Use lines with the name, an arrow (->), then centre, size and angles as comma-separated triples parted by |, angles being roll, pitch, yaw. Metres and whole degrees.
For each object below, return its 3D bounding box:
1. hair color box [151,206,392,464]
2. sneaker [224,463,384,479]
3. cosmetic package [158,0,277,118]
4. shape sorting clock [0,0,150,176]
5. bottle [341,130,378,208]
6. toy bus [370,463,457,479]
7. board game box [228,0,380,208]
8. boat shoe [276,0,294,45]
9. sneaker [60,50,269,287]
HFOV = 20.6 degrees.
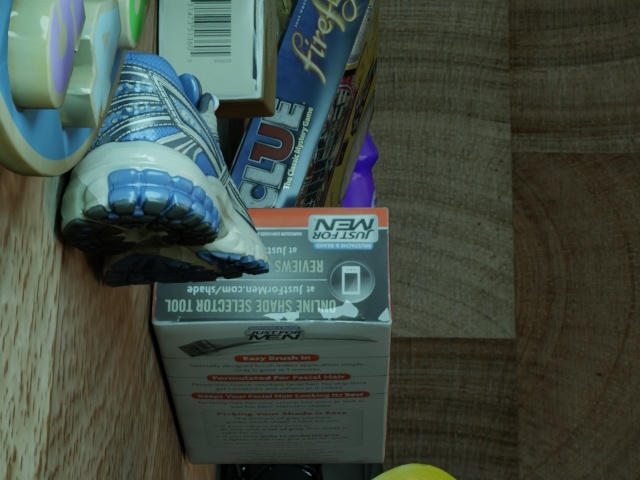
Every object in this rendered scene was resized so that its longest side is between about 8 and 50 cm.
hair color box -> -0.017, 0.045, 0.744 | 0.167, 0.093, 0.053 | 89, 1, -65
sneaker -> -0.018, 0.158, 1.002 | 0.286, 0.109, 0.130 | -97, 175, -61
cosmetic package -> -0.041, -0.083, 0.736 | 0.115, 0.041, 0.060 | -49, 139, -88
shape sorting clock -> -0.050, -0.116, 0.362 | 0.206, 0.040, 0.206 | 0, 90, -89
bottle -> 0.000, 0.000, 1.401 | 0.118, 0.092, 0.283 | -72, 162, -82
toy bus -> -0.012, 0.161, 0.634 | 0.104, 0.202, 0.191 | 56, -3, 11
board game box -> -0.010, -0.051, 1.062 | 0.243, 0.042, 0.165 | 87, 22, -75
boat shoe -> -0.029, -0.147, 1.106 | 0.135, 0.045, 0.050 | -87, 178, -57
sneaker -> -0.043, -0.020, 0.516 | 0.135, 0.052, 0.058 | 86, 1, -79
